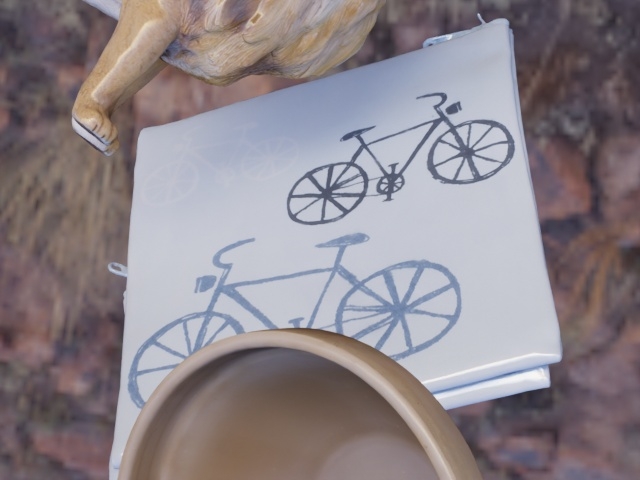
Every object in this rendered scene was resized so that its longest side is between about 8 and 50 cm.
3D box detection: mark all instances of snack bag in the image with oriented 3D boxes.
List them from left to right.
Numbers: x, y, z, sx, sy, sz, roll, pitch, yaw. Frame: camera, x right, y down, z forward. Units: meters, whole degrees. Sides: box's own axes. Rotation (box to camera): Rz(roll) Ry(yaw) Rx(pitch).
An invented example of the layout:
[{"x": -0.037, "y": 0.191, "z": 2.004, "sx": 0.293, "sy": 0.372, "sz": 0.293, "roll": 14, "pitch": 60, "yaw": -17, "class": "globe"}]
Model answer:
[{"x": 0.000, "y": 0.000, "z": 1.307, "sx": 0.323, "sy": 0.342, "sz": 0.037, "roll": -16, "pitch": 136, "yaw": 14, "class": "snack bag"}]

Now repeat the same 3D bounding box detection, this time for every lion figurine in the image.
[{"x": -0.156, "y": -0.213, "z": 1.258, "sx": 0.392, "sy": 0.240, "sz": 0.142, "roll": 35, "pitch": 174, "yaw": 2, "class": "lion figurine"}]

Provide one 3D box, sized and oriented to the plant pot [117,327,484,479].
[{"x": 0.010, "y": 0.163, "z": 0.989, "sx": 0.237, "sy": 0.237, "sz": 0.110, "roll": -18, "pitch": 170, "yaw": 35, "class": "plant pot"}]
